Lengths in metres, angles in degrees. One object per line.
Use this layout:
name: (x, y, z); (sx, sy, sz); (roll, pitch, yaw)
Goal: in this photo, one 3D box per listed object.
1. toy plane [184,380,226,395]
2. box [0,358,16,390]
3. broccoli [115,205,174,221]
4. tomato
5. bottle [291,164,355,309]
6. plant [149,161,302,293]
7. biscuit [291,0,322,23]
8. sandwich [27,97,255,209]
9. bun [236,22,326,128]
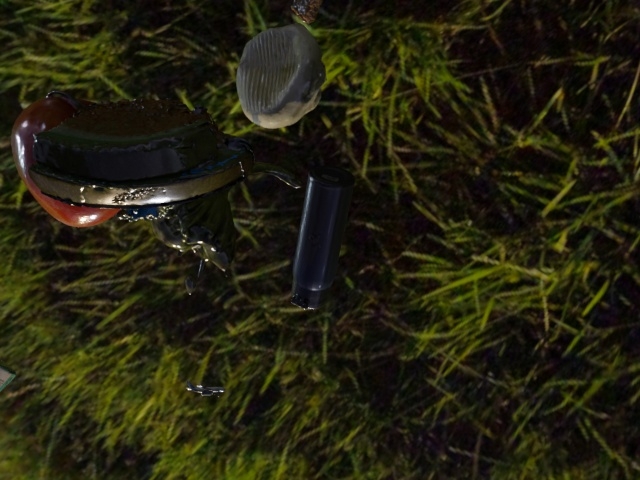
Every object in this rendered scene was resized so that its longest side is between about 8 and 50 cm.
toy plane: (-0.237, 0.307, 1.526); (0.084, 0.024, 0.078); (9, 155, 5)
box: (-0.669, 0.184, 1.157); (0.311, 0.205, 0.118); (38, 159, 4)
broccoli: (-0.265, -0.110, 1.118); (0.167, 0.155, 0.160); (0, 141, -13)
tomato: (-0.320, -0.102, 0.973); (0.187, 0.187, 0.151); (44, 113, 4)
bottle: (0.000, 0.000, 1.196); (0.072, 0.082, 0.244); (23, 122, 20)
plant: (-0.231, -0.087, 1.595); (0.180, 0.333, 0.251); (-22, 114, 43)
biscuit: (-0.003, -0.557, 1.571); (0.064, 0.034, 0.199); (56, 134, 29)
sandwich: (-0.191, -0.110, 0.829); (0.235, 0.159, 0.079); (8, 139, 6)
bun: (-0.072, -0.343, 1.583); (0.231, 0.133, 0.231); (-11, 71, 35)
